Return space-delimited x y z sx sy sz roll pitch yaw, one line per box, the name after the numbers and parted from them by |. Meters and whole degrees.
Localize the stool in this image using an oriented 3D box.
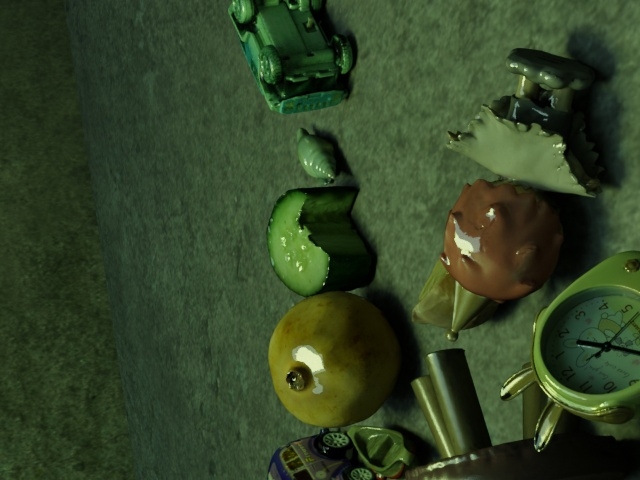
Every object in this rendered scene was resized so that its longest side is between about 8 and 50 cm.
0.224 0.231 1.416 0.272 0.272 0.178 138 127 -61 | stool

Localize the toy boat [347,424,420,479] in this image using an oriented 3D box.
0.112 0.347 1.893 0.071 0.089 0.185 44 164 -24 | toy boat

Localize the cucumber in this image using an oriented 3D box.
-0.002 0.008 2.002 0.191 0.130 0.191 173 90 -65 | cucumber

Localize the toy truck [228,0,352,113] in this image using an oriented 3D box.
-0.056 -0.341 2.015 0.156 0.155 0.279 102 150 -53 | toy truck

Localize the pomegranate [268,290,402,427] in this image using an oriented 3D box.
0.027 0.195 1.900 0.233 0.233 0.233 173 90 -65 | pomegranate

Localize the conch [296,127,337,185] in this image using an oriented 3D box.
0.001 -0.144 2.055 0.065 0.088 0.180 -41 36 8 | conch

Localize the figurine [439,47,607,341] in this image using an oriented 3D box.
0.242 -0.039 1.448 0.207 0.166 0.387 19 112 23 | figurine

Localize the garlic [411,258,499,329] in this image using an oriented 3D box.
0.199 0.070 1.616 0.195 0.101 0.087 117 171 -60 | garlic

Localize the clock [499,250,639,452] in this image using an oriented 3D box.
0.306 0.127 1.266 0.069 0.232 0.170 53 -176 -49 | clock

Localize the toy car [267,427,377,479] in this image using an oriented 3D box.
0.000 0.464 2.079 0.235 0.158 0.172 -135 44 -54 | toy car
